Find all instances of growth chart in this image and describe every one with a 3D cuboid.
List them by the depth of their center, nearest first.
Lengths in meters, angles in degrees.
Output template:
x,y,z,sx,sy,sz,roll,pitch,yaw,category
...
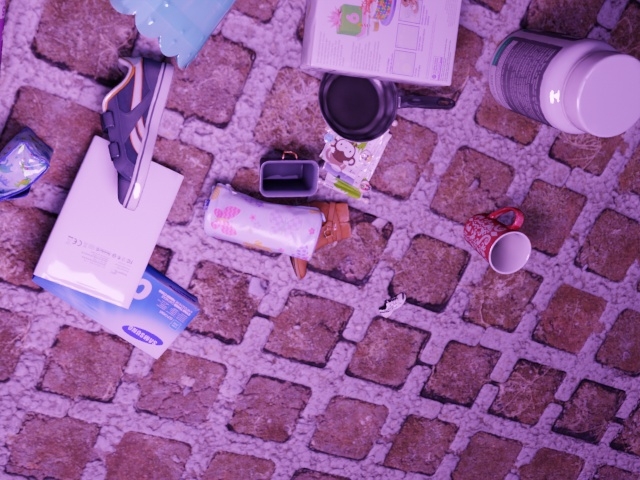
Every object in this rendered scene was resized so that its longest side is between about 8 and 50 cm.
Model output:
x,y,z,sx,sy,sz,roll,pitch,yaw,category
0.081,-0.218,1.731,0.172,0.021,0.237,16,105,-20,growth chart

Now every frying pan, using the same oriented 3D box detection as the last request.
x,y,z,sx,sy,sz,roll,pitch,yaw,category
0.139,-0.346,1.671,0.326,0.053,0.197,-24,100,-18,frying pan

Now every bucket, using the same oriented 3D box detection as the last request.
x,y,z,sx,sy,sz,roll,pitch,yaw,category
-0.303,-0.485,1.379,0.183,0.281,0.281,-46,116,3,bucket

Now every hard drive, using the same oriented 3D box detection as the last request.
x,y,z,sx,sy,sz,roll,pitch,yaw,category
-0.455,-0.037,1.570,0.210,0.040,0.318,25,80,-24,hard drive

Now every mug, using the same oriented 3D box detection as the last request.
x,y,z,sx,sy,sz,roll,pitch,yaw,category
0.454,-0.011,1.840,0.150,0.169,0.113,-43,116,3,mug

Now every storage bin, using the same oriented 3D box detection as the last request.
x,y,z,sx,sy,sz,roll,pitch,yaw,category
-0.081,-0.160,1.667,0.135,0.091,0.098,-3,112,-16,storage bin

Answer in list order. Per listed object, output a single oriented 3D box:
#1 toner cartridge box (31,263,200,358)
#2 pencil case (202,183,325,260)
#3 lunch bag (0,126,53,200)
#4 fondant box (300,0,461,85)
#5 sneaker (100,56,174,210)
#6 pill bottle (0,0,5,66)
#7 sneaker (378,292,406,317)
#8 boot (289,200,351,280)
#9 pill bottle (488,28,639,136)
x,y,z,sx,sy,sz,roll,pitch,yaw,category
-0.465,0.114,1.673,0.348,0.075,0.165,39,97,-25,toner cartridge box
-0.131,-0.042,1.653,0.273,0.113,0.124,15,73,-3,pencil case
-0.631,-0.144,1.492,0.151,0.129,0.096,-40,116,1,lunch bag
0.135,-0.475,1.581,0.331,0.096,0.238,4,98,-19,fondant box
-0.400,-0.227,1.507,0.128,0.126,0.321,13,81,-16,sneaker
-0.693,-0.353,1.368,0.169,0.169,0.301,7,109,-19,pill bottle
0.188,0.166,1.909,0.083,0.032,0.037,-46,116,4,sneaker
0.000,0.000,1.764,0.153,0.073,0.197,-6,112,-13,boot
0.545,-0.355,1.622,0.204,0.361,0.204,-6,113,-14,pill bottle
